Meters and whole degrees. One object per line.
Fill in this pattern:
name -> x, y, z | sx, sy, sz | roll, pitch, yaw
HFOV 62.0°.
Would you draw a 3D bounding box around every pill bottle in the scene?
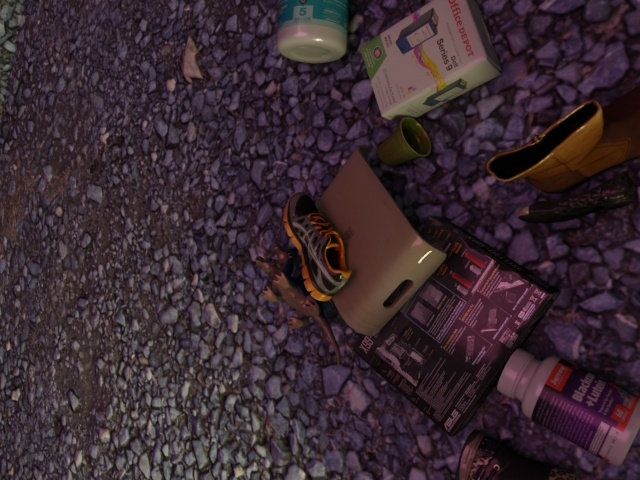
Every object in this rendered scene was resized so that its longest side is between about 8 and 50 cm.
pill bottle -> -0.012, -0.513, 1.090 | 0.146, 0.146, 0.264 | 3, 90, 35
pill bottle -> 0.381, 0.246, 0.820 | 0.193, 0.108, 0.108 | 25, 103, 32

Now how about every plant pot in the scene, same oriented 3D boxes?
plant pot -> 0.153, -0.179, 1.015 | 0.079, 0.083, 0.083 | -30, 72, 43

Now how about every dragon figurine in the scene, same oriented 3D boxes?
dragon figurine -> -0.031, 0.119, 1.125 | 0.289, 0.144, 0.085 | 41, 111, 8

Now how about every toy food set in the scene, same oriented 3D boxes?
toy food set -> 0.088, -0.007, 1.010 | 0.219, 0.092, 0.306 | -53, 47, 28

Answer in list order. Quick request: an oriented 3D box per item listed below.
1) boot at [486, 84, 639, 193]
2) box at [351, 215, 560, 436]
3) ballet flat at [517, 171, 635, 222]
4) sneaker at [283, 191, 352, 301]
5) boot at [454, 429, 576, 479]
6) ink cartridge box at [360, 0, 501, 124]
boot -> 0.379, -0.162, 0.725 | 0.264, 0.280, 0.096 | -29, 73, 31
box -> 0.226, 0.148, 0.950 | 0.242, 0.076, 0.307 | 37, 109, 30
ballet flat -> 0.403, -0.062, 0.849 | 0.173, 0.057, 0.049 | -14, 70, 28
sneaker -> 0.000, 0.000, 0.981 | 0.083, 0.084, 0.214 | -36, 66, 39
boot -> 0.310, 0.455, 0.882 | 0.179, 0.085, 0.236 | 11, 97, 32
ink cartridge box -> 0.197, -0.331, 0.973 | 0.212, 0.093, 0.154 | -22, 76, 31
